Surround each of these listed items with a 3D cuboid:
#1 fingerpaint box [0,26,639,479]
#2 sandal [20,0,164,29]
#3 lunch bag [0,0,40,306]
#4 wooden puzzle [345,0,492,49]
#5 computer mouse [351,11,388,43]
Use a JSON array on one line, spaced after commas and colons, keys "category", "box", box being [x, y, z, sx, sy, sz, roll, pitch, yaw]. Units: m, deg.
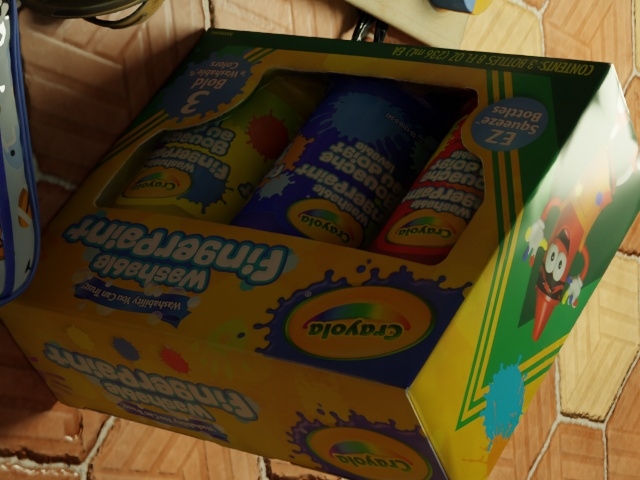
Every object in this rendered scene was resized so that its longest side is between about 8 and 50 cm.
[{"category": "fingerpaint box", "box": [0.000, 0.000, 1.500, 0.371, 0.445, 0.163, -55, 137, -30]}, {"category": "sandal", "box": [-0.179, -0.221, 1.524, 0.219, 0.090, 0.060, -33, 147, -54]}, {"category": "lunch bag", "box": [-0.319, -0.077, 1.324, 0.243, 0.115, 0.303, -26, 121, -51]}, {"category": "wooden puzzle", "box": [0.139, -0.380, 1.855, 0.348, 0.081, 0.322, 16, 89, -63]}, {"category": "computer mouse", "box": [0.009, -0.188, 1.825, 0.242, 0.041, 0.071, -49, 134, -45]}]
